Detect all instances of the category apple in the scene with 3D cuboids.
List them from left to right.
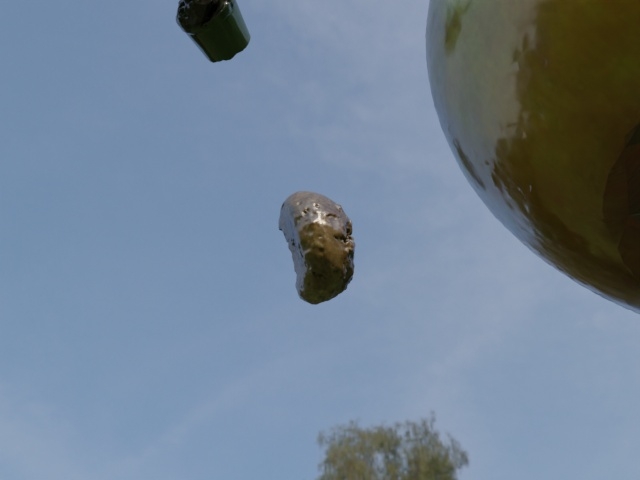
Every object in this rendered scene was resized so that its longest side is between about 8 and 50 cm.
[{"bbox_3d":[0.257,-0.119,0.506,0.384,0.374,0.374,17,-53,-9],"label":"apple"}]

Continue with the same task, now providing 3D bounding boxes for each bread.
[{"bbox_3d":[0.000,0.000,0.815,0.060,0.113,0.082,-5,-29,-17],"label":"bread"}]

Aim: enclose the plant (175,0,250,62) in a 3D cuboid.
[{"bbox_3d":[-0.093,-0.186,0.646,0.051,0.051,0.102,-20,-44,13],"label":"plant"}]
